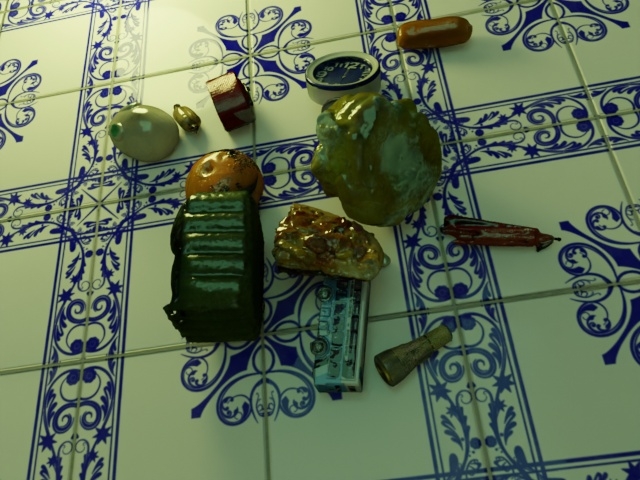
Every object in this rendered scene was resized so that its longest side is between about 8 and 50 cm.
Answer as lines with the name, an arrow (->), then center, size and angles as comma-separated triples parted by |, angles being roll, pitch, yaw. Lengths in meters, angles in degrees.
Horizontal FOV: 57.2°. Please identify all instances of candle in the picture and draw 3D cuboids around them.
candle -> 0.463, -0.019, 1.521 | 0.301, 0.059, 0.084 | 5, 73, 13

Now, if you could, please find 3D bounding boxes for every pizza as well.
pizza -> 0.000, 0.000, 1.500 | 0.277, 0.114, 0.409 | -9, 25, -25

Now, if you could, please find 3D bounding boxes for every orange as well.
orange -> -0.276, -0.149, 1.669 | 0.234, 0.182, 0.235 | -10, 64, 20

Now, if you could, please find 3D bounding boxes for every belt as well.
belt -> -0.273, -0.438, 1.840 | 0.124, 0.128, 0.201 | -23, 60, 0

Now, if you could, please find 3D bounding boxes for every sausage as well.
sausage -> 0.359, -0.654, 1.854 | 0.238, 0.098, 0.098 | -1, 63, 12

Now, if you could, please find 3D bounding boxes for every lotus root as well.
lotus root -> -0.425, -0.385, 1.878 | 0.072, 0.063, 0.152 | -6, 45, -40

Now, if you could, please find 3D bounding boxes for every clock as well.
clock -> 0.070, -0.493, 1.795 | 0.230, 0.083, 0.231 | -6, 40, 5

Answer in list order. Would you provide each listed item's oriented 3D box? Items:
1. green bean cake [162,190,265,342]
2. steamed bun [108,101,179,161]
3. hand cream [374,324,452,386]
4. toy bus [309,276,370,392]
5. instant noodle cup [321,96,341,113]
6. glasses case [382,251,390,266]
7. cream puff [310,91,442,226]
green bean cake -> -0.255, 0.071, 1.467 | 0.217, 0.335, 0.319 | 0, 60, 0
steamed bun -> -0.563, -0.348, 1.848 | 0.228, 0.131, 0.177 | 18, 70, 17
hand cream -> 0.229, 0.265, 1.414 | 0.203, 0.084, 0.084 | -30, 61, -13
toy bus -> 0.051, 0.221, 1.451 | 0.130, 0.106, 0.298 | 3, 65, 10
instant noodle cup -> 0.054, -0.342, 1.722 | 0.127, 0.136, 0.127 | -4, 62, 8
glasses case -> 0.152, 0.038, 1.571 | 0.032, 0.021, 0.083 | -43, 63, -13
cream puff -> 0.131, -0.226, 1.567 | 0.275, 0.378, 0.378 | 6, 57, 56
